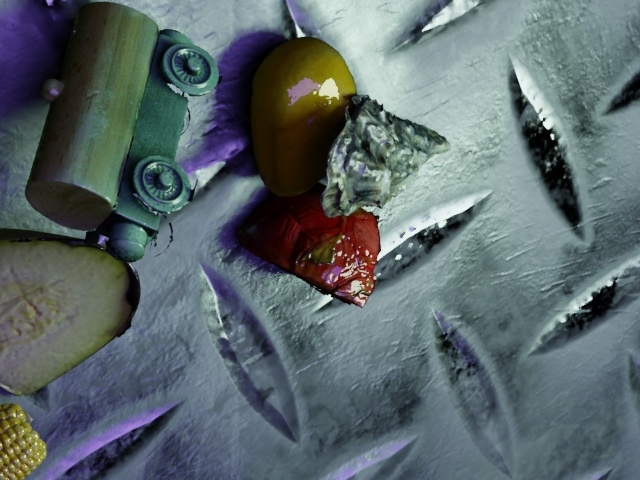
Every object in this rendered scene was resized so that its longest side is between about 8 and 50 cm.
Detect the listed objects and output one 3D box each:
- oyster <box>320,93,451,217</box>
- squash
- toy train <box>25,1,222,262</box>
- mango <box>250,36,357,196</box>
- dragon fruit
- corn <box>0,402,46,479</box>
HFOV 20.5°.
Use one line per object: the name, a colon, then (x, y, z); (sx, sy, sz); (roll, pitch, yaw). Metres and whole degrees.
oyster: (0.065, -0.092, 2.146); (0.252, 0.087, 0.199); (49, 53, -57)
squash: (-0.332, 0.064, 1.988); (0.204, 0.155, 0.237); (-51, 124, -9)
toy train: (-0.225, -0.118, 1.953); (0.189, 0.126, 0.307); (18, 57, -12)
mango: (-0.027, -0.148, 2.127); (0.137, 0.098, 0.195); (9, 107, -35)
dragon fruit: (0.001, -0.002, 2.156); (0.127, 0.161, 0.120); (27, 93, -43)
corn: (-0.429, 0.280, 2.032); (0.244, 0.093, 0.093); (-34, 119, -12)
